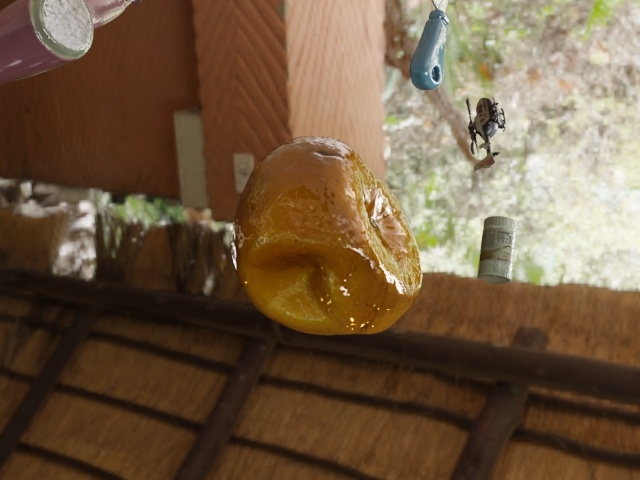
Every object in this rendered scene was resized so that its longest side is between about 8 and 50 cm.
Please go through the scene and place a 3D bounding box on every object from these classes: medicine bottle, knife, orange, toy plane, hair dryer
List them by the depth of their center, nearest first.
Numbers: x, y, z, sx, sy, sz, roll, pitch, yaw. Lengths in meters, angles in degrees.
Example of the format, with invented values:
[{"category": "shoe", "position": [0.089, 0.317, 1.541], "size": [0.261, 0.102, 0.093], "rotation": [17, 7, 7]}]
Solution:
[{"category": "hair dryer", "position": [-0.187, -0.166, 0.680], "size": [0.106, 0.054, 0.154], "rotation": [-11, -161, 39]}, {"category": "orange", "position": [0.000, 0.000, 1.048], "size": [0.183, 0.249, 0.249], "rotation": [-23, -173, 21]}, {"category": "knife", "position": [0.152, -0.308, 1.130], "size": [0.032, 0.244, 0.058], "rotation": [6, 171, 42]}, {"category": "toy plane", "position": [0.217, -0.146, 1.178], "size": [0.049, 0.120, 0.031], "rotation": [-20, 145, 28]}, {"category": "medicine bottle", "position": [0.238, 0.013, 1.204], "size": [0.047, 0.083, 0.047], "rotation": [10, 163, 3]}]
